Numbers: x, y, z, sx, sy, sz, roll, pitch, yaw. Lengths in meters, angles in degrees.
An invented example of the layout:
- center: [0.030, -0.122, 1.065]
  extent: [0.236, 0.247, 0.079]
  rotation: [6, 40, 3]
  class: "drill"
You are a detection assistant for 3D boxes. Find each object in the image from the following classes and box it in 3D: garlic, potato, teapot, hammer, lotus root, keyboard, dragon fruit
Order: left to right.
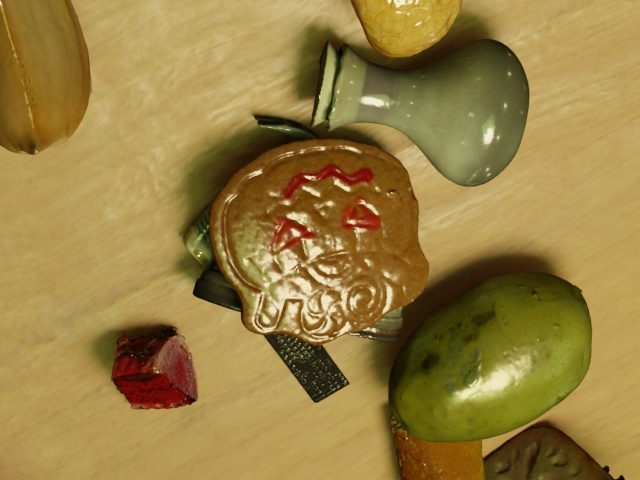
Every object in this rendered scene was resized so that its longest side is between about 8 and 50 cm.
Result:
- center: [-0.325, -0.264, 1.068]
  extent: [0.151, 0.196, 0.338]
  rotation: [-14, 118, -23]
  class: "garlic"
- center: [-0.230, 0.167, 1.378]
  extent: [0.102, 0.096, 0.147]
  rotation: [-9, 150, 4]
  class: "dragon fruit"
- center: [-0.085, -0.058, 1.309]
  extent: [0.226, 0.041, 0.159]
  rotation: [-38, 118, 9]
  class: "hammer"
- center: [-0.032, 0.153, 1.447]
  extent: [0.061, 0.013, 0.204]
  rotation: [-31, 119, 6]
  class: "keyboard"
- center: [0.099, -0.319, 1.103]
  extent: [0.167, 0.311, 0.203]
  rotation: [-23, 75, 7]
  class: "teapot"
- center: [0.119, -0.168, 1.229]
  extent: [0.251, 0.183, 0.183]
  rotation: [10, 115, -5]
  class: "teapot"
- center: [0.237, 0.166, 1.396]
  extent: [0.304, 0.216, 0.216]
  rotation: [-34, 120, -10]
  class: "potato"
- center: [0.308, 0.451, 1.499]
  extent: [0.390, 0.375, 0.111]
  rotation: [-16, 127, 40]
  class: "lotus root"

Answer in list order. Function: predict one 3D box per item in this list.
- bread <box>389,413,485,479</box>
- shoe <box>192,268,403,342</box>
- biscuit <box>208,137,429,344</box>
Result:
- center: [0.177, 0.321, 1.528]
  extent: [0.132, 0.103, 0.172]
  rotation: [-19, 121, -15]
  class: "bread"
- center: [-0.016, 0.040, 1.343]
  extent: [0.293, 0.109, 0.149]
  rotation: [13, 93, -18]
  class: "shoe"
- center: [0.001, 0.000, 1.264]
  extent: [0.273, 0.049, 0.257]
  rotation: [-15, 99, -14]
  class: "biscuit"
